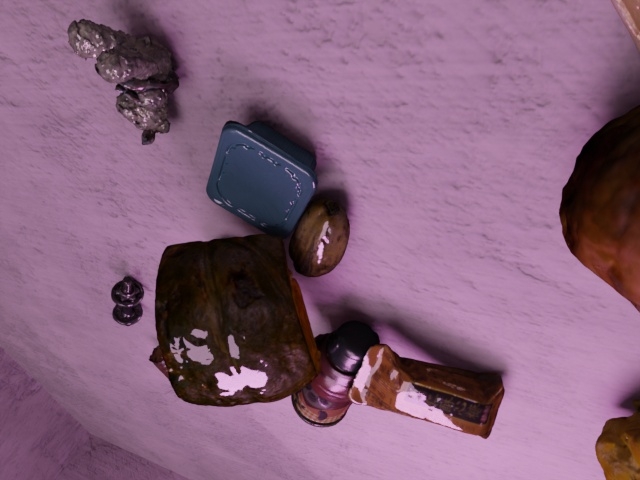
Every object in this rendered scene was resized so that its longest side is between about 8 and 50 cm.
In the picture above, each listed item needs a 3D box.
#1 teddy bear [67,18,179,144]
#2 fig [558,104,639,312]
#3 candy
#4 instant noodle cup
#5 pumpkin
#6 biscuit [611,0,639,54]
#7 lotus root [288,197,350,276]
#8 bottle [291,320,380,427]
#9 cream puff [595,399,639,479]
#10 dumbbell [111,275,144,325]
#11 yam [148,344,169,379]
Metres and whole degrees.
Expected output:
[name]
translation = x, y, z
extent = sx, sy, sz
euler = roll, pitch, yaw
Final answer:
[teddy bear]
translation = -0.262, -0.237, 0.697
extent = 0.133, 0.111, 0.213
euler = 47, 168, 14
[fig]
translation = 0.408, -0.056, 0.380
extent = 0.286, 0.286, 0.369
euler = 42, 109, -12
[candy]
translation = 0.193, 0.270, 0.867
extent = 0.272, 0.101, 0.143
euler = 14, 109, 1
[instant noodle cup]
translation = -0.084, -0.097, 0.734
extent = 0.157, 0.070, 0.179
euler = 32, 140, -2
[pumpkin]
translation = -0.134, 0.142, 0.803
extent = 0.226, 0.256, 0.303
euler = -13, 150, 4
[biscuit]
translation = 0.274, -0.215, 0.397
extent = 0.188, 0.052, 0.056
euler = 47, 151, -16
[lotus root]
translation = 0.000, 0.000, 0.769
extent = 0.089, 0.081, 0.179
euler = 53, 143, 22
[bottle]
translation = 0.029, 0.260, 0.972
extent = 0.156, 0.143, 0.271
euler = 12, 132, -13
[cream puff]
translation = 0.543, 0.303, 0.675
extent = 0.282, 0.185, 0.282
euler = 0, 169, 0
[dumbbell]
translation = -0.515, 0.168, 1.275
extent = 0.082, 0.081, 0.254
euler = 30, 140, 2
[yam]
translation = -0.452, 0.383, 1.456
extent = 0.079, 0.079, 0.141
euler = 2, 133, 31
